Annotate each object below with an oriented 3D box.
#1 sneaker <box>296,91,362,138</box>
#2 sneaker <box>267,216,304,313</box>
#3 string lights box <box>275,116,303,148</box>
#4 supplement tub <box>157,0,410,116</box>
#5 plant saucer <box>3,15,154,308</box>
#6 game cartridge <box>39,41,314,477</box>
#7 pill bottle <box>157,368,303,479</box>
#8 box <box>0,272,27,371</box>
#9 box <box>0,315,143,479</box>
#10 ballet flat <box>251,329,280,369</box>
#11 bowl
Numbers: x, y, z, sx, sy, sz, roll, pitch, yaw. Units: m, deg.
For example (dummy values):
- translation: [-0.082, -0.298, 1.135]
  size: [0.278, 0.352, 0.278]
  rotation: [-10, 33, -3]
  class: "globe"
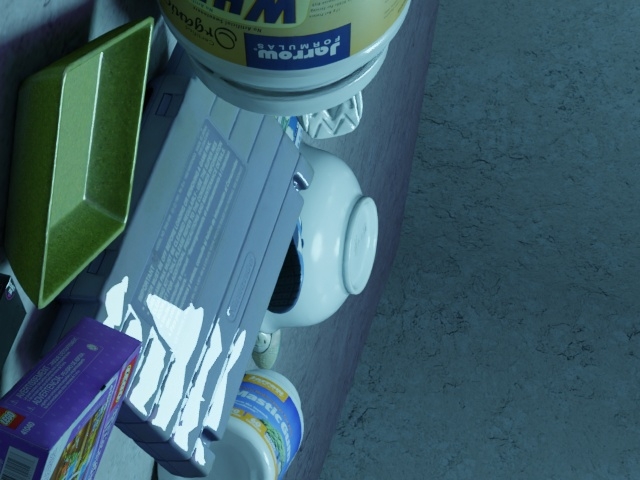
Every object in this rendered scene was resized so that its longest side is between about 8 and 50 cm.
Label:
- translation: [-0.006, -0.242, 1.464]
  size: [0.153, 0.094, 0.235]
  rotation: [-119, -162, -53]
  class: "sneaker"
- translation: [-0.042, 0.007, 1.510]
  size: [0.059, 0.053, 0.144]
  rotation: [-3, 92, -80]
  class: "sneaker"
- translation: [-0.082, -0.116, 1.605]
  size: [0.259, 0.076, 0.133]
  rotation: [41, 61, -81]
  class: "string lights box"
- translation: [-0.031, -0.269, 1.141]
  size: [0.316, 0.228, 0.228]
  rotation: [89, 17, -60]
  class: "supplement tub"
- translation: [-0.189, -0.068, 1.059]
  size: [0.188, 0.045, 0.188]
  rotation: [-58, 160, -66]
  class: "plant saucer"
- translation: [-0.124, 0.011, 1.289]
  size: [0.230, 0.068, 0.355]
  rotation: [49, 49, -41]
  class: "game cartridge"
- translation: [-0.106, 0.260, 1.832]
  size: [0.272, 0.152, 0.152]
  rotation: [-49, 152, -73]
  class: "pill bottle"
- translation: [-0.239, 0.065, 0.924]
  size: [0.062, 0.052, 0.083]
  rotation: [93, 13, -61]
  class: "box"
- translation: [-0.233, 0.224, 1.055]
  size: [0.201, 0.057, 0.293]
  rotation: [-56, 169, -70]
  class: "box"
- translation: [-0.089, 0.120, 2.123]
  size: [0.052, 0.057, 0.168]
  rotation: [-4, 107, -52]
  class: "ballet flat"
- translation: [0.000, 0.000, 2.005]
  size: [0.298, 0.134, 0.298]
  rotation: [9, 90, -73]
  class: "bowl"
